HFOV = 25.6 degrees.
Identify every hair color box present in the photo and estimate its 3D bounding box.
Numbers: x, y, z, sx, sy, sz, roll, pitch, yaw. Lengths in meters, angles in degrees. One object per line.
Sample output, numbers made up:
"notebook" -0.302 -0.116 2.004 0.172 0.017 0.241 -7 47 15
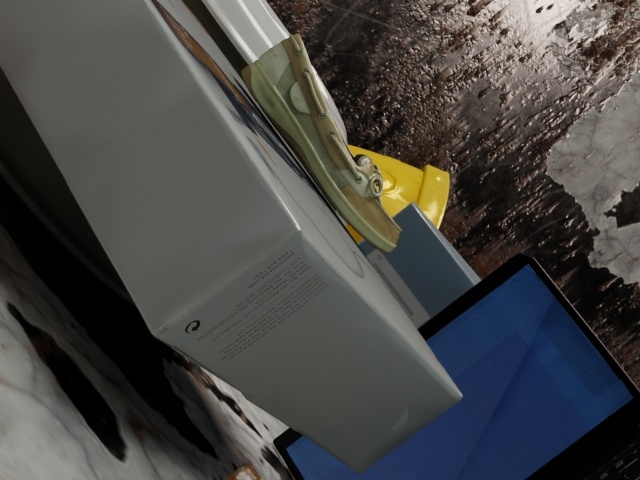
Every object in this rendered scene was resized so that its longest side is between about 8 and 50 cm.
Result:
"hair color box" 0.088 0.111 1.310 0.113 0.185 0.374 54 6 23

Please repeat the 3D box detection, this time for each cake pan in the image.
"cake pan" -0.174 -0.075 0.998 0.293 0.054 0.293 52 5 -6

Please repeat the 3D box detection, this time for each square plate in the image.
"square plate" -0.068 -0.155 1.203 0.347 0.049 0.344 55 -7 11

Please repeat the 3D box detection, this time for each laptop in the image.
"laptop" 0.096 0.145 0.889 0.136 0.234 0.264 51 6 -6

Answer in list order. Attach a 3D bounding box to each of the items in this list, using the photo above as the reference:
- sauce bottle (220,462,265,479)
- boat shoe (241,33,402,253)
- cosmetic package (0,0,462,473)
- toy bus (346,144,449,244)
"sauce bottle" -0.016 0.179 0.744 0.128 0.042 0.042 53 5 10
"boat shoe" 0.010 -0.060 0.913 0.153 0.048 0.056 53 4 -4
"cosmetic package" -0.082 -0.058 0.877 0.377 0.097 0.284 56 3 31
"toy bus" 0.000 0.000 1.444 0.211 0.220 0.149 24 42 -7
